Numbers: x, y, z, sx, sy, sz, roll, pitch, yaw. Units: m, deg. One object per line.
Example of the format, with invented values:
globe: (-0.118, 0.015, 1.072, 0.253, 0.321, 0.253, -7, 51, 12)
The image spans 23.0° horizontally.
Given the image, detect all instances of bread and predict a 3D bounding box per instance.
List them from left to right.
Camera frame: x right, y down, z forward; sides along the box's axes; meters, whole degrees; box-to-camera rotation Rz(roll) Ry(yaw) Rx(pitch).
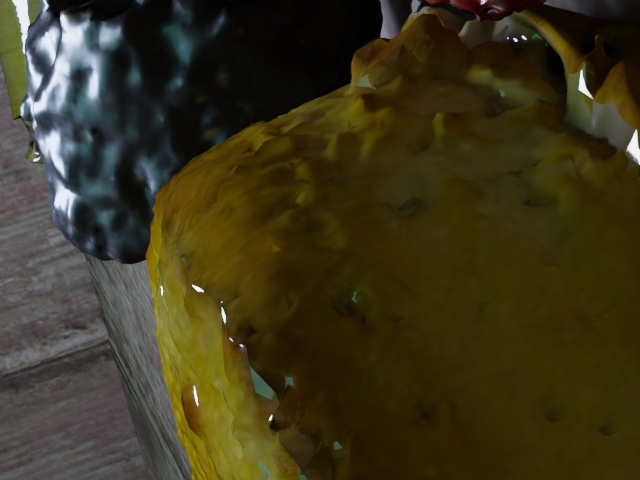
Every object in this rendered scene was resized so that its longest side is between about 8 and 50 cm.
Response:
bread: (0.057, 0.093, 0.614, 0.337, 0.204, 0.358, 47, 151, 51)

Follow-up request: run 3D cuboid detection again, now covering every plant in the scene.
plant: (-0.058, -0.105, 0.775, 0.204, 0.178, 0.234, -50, -41, -61)

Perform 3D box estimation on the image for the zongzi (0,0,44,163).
zongzi: (-0.251, -0.232, 1.583, 0.317, 0.154, 0.289, -139, 40, -76)

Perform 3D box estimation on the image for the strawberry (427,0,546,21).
strawberry: (0.031, -0.136, 0.578, 0.188, 0.121, 0.082, 59, 168, 35)
